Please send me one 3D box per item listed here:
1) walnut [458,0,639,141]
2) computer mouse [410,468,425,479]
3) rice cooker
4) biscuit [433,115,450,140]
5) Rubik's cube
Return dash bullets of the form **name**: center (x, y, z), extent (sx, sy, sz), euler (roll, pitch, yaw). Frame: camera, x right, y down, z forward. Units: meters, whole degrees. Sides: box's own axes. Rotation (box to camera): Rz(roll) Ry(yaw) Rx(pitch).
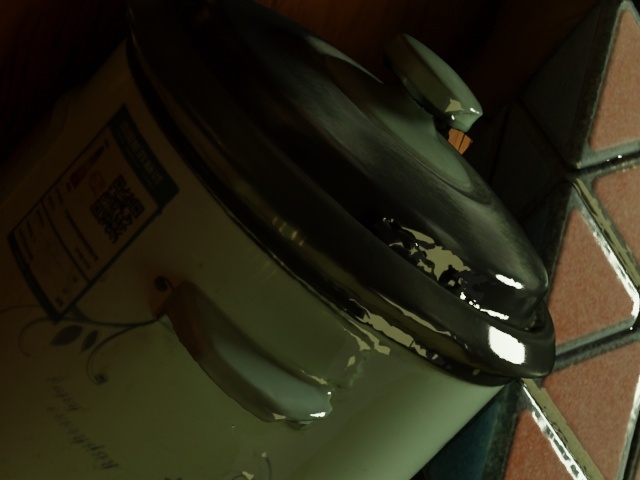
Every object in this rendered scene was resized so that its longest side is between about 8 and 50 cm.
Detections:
- **walnut**: center (0.214, -0.094, 1.196), extent (0.298, 0.203, 0.203), euler (-9, 144, -10)
- **computer mouse**: center (0.013, 0.256, 1.326), extent (0.374, 0.114, 0.203), euler (-21, 132, 18)
- **rice cooker**: center (-0.039, 0.025, 0.941), extent (0.316, 0.264, 0.316), euler (-48, -175, 6)
- **biscuit**: center (0.007, 0.001, 1.226), extent (0.131, 0.026, 0.237), euler (-16, 141, -40)
- **Rubik's cube**: center (0.143, 0.039, 1.107), extent (0.233, 0.228, 0.228), euler (-31, 162, 5)
